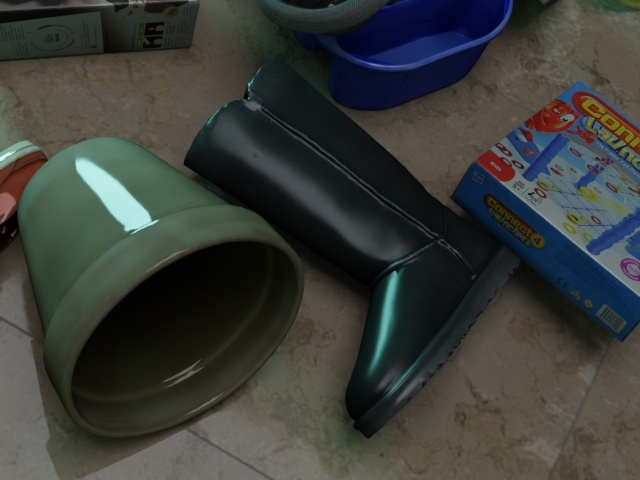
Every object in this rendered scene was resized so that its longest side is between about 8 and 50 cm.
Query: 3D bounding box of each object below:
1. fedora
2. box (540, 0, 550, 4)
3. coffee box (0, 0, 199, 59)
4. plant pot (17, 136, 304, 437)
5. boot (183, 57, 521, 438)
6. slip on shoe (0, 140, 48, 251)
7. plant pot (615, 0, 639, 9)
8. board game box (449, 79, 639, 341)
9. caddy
[{"bbox_3d":[0.032,-0.391,1.602,0.243,0.124,0.275,24,82,22],"label":"fedora"},{"bbox_3d":[0.301,-0.471,1.833,0.231,0.056,0.183,48,19,1],"label":"box"},{"bbox_3d":[-0.339,-0.368,1.683,0.297,0.119,0.168,-8,66,-16],"label":"coffee box"},{"bbox_3d":[-0.226,0.031,1.428,0.323,0.323,0.280,-25,54,-23],"label":"plant pot"},{"bbox_3d":[0.001,-0.001,1.549,0.445,0.146,0.367,41,50,3],"label":"boot"},{"bbox_3d":[-0.455,0.000,1.476,0.101,0.123,0.331,43,58,6],"label":"slip on shoe"},{"bbox_3d":[0.535,-0.570,1.923,0.276,0.276,0.254,-12,55,-18],"label":"plant pot"},{"bbox_3d":[0.394,-0.053,1.657,0.308,0.086,0.302,41,49,14],"label":"board game box"},{"bbox_3d":[0.122,-0.348,1.744,0.341,0.179,0.241,-24,70,-22],"label":"caddy"}]
